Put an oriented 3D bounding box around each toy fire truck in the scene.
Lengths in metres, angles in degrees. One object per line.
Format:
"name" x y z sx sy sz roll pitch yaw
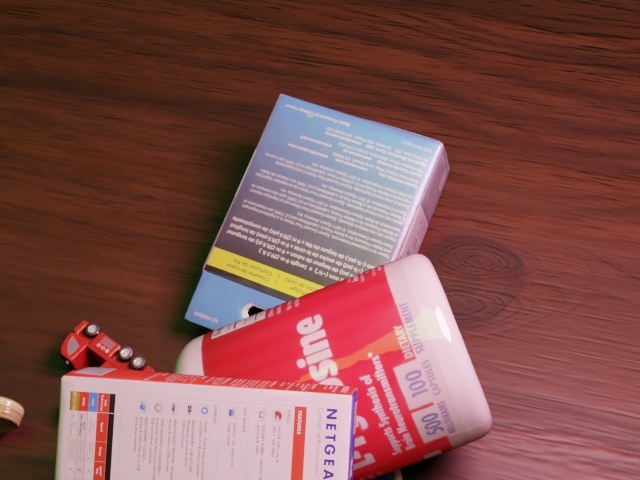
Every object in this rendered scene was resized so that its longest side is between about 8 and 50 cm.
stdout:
"toy fire truck" -0.285 0.202 1.363 0.192 0.047 0.135 31 62 24

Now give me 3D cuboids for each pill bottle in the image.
"pill bottle" -0.025 0.188 1.224 0.407 0.229 0.229 -22 54 5

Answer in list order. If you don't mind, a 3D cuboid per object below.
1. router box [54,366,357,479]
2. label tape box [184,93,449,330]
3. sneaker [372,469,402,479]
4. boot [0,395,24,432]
"router box" -0.121 0.311 1.073 0.301 0.082 0.336 4 88 6
"label tape box" 0.000 0.000 1.440 0.249 0.115 0.348 19 80 16
"sneaker" 0.057 0.321 1.248 0.084 0.058 0.152 -2 60 -9
"boot" -0.477 0.281 1.297 0.213 0.077 0.165 -9 53 5
